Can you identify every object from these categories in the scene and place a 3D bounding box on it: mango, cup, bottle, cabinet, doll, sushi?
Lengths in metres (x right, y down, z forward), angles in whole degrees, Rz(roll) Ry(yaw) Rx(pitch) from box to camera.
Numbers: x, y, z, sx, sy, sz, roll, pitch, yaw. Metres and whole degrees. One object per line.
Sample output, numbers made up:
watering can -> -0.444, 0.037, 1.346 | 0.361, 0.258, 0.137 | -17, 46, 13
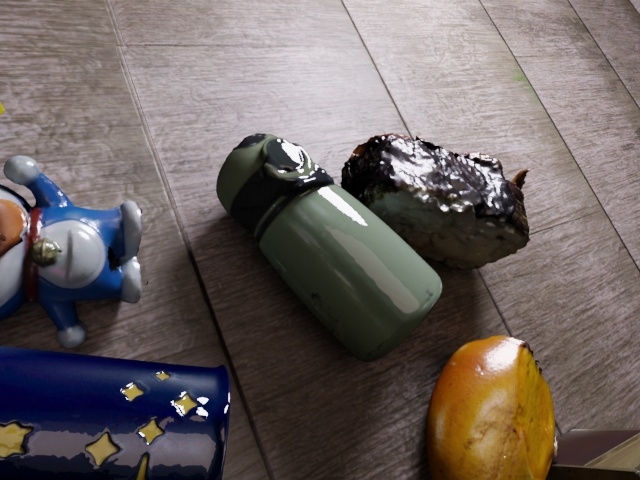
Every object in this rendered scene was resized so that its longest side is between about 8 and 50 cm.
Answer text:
mango -> 0.233, 0.280, 0.627 | 0.187, 0.138, 0.257 | 45, 58, -11
cup -> -0.226, 0.221, 0.388 | 0.256, 0.179, 0.255 | 12, 35, -18
bottle -> 0.000, -0.001, 0.629 | 0.347, 0.168, 0.168 | 45, 56, 3
cabinet -> 0.429, 0.370, 0.629 | 0.174, 0.215, 0.148 | -7, 70, -28
doll -> -0.323, 0.019, 0.470 | 0.256, 0.161, 0.216 | -2, 93, -30
sushi -> 0.208, -0.068, 0.743 | 0.343, 0.196, 0.182 | 14, 69, -19

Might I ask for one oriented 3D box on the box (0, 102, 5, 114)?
box -> -0.504, -0.085, 0.473 | 0.152, 0.041, 0.279 | 17, 59, 2
